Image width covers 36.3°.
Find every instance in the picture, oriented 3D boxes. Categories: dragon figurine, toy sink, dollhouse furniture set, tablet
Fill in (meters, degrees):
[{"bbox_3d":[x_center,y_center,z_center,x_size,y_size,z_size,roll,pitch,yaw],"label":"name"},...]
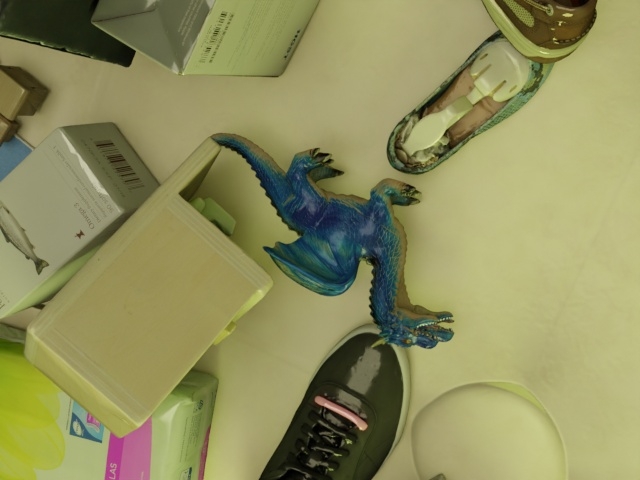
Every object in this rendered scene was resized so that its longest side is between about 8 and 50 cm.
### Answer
[{"bbox_3d":[0.000,0.000,0.886,0.289,0.085,0.144,22,84,5],"label":"dragon figurine"},{"bbox_3d":[-0.136,0.048,0.878,0.131,0.153,0.234,41,66,-4],"label":"toy sink"},{"bbox_3d":[-0.400,-0.123,0.994,0.161,0.101,0.182,38,107,12],"label":"dollhouse furniture set"},{"bbox_3d":[-0.340,-0.077,1.038,0.054,0.006,0.083,37,108,8],"label":"tablet"}]

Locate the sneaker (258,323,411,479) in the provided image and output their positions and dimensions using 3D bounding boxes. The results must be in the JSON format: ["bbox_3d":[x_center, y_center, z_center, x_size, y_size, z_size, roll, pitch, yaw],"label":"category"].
[{"bbox_3d":[-0.008,0.220,0.913,0.104,0.147,0.296,30,105,12],"label":"sneaker"}]

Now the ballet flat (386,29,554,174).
[{"bbox_3d":[0.133,-0.123,0.858,0.070,0.070,0.188,47,108,5],"label":"ballet flat"}]

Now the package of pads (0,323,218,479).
[{"bbox_3d":[-0.266,0.227,1.016,0.296,0.101,0.229,12,101,15],"label":"package of pads"}]

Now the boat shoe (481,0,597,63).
[{"bbox_3d":[0.136,-0.267,0.802,0.095,0.095,0.257,-43,83,-9],"label":"boat shoe"}]

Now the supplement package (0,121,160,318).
[{"bbox_3d":[-0.261,-0.022,0.971,0.179,0.105,0.105,-39,87,19],"label":"supplement package"}]

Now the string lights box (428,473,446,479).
[{"bbox_3d":[0.128,0.373,0.932,0.133,0.077,0.260,-34,88,19],"label":"string lights box"}]

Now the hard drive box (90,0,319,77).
[{"bbox_3d":[-0.065,-0.234,0.811,0.089,0.232,0.181,31,106,10],"label":"hard drive box"}]

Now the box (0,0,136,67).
[{"bbox_3d":[-0.290,-0.457,0.744,0.480,0.297,0.472,28,99,4],"label":"box"}]
